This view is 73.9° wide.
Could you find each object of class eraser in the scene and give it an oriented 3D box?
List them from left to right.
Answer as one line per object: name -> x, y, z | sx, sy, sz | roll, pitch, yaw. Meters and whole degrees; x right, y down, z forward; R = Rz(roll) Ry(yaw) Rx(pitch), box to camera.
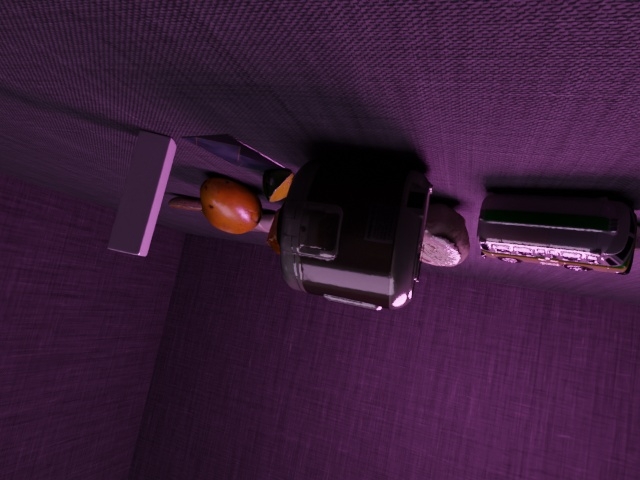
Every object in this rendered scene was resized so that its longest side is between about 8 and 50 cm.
eraser -> -0.437, -0.114, 1.050 | 0.078, 0.297, 0.076 | 14, 173, -8

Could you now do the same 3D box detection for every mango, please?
mango -> -0.297, -0.118, 1.427 | 0.191, 0.159, 0.290 | 16, 165, 17

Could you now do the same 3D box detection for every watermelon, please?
watermelon -> -0.120, -0.143, 1.202 | 0.092, 0.075, 0.181 | 7, 173, -2

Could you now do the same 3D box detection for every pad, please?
pad -> -0.206, -0.215, 1.079 | 0.164, 0.004, 0.243 | 6, 172, 34

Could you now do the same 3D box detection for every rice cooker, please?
rice cooker -> 0.068, -0.015, 0.959 | 0.326, 0.334, 0.335 | 9, 173, 15

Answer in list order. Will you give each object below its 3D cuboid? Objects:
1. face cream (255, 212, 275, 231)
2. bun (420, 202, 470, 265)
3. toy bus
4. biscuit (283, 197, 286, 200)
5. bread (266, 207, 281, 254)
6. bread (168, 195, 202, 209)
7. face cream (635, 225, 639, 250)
face cream -> -0.273, -0.080, 1.929 | 0.349, 0.081, 0.174 | 5, 171, 41
bun -> 0.313, -0.025, 1.205 | 0.239, 0.141, 0.239 | 29, 162, 11
toy bus -> 0.510, -0.024, 0.936 | 0.306, 0.143, 0.179 | 8, 170, 33
biscuit -> -0.010, -0.117, 1.412 | 0.237, 0.039, 0.180 | 14, 176, -24
bread -> -0.009, -0.002, 1.451 | 0.389, 0.182, 0.236 | 10, 176, 37
bread -> -0.556, -0.161, 1.850 | 0.215, 0.053, 0.073 | 8, 177, 3
face cream -> 0.701, 0.001, 1.135 | 0.140, 0.067, 0.285 | 14, 173, -7
